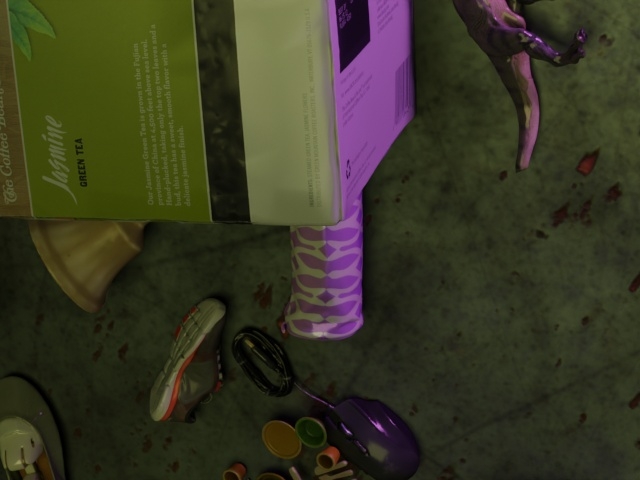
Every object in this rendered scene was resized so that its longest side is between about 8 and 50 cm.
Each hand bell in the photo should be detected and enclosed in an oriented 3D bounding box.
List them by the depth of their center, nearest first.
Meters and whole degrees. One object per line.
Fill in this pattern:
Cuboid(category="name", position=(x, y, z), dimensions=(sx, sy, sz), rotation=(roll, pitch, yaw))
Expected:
Cuboid(category="hand bell", position=(-0.169, -0.041, 1.863), dimensions=(0.242, 0.126, 0.126), rotation=(-33, 99, 10))

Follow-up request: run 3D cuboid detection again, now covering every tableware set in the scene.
Cuboid(category="tableware set", position=(-0.040, 0.245, 1.941), dimensions=(0.154, 0.024, 0.104), rotation=(-22, 103, 36))

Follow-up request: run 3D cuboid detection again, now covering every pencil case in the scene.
Cuboid(category="pencil case", position=(0.000, 0.000, 1.827), dimensions=(0.088, 0.086, 0.206), rotation=(0, 110, 6))

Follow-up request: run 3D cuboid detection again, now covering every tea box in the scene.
Cuboid(category="tea box", position=(-0.102, -0.169, 1.661), dimensions=(0.323, 0.329, 0.220), rotation=(2, 110, 15))

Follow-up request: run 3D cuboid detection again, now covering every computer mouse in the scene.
Cuboid(category="computer mouse", position=(0.003, 0.179, 1.916), dimensions=(0.242, 0.041, 0.071), rotation=(35, 115, 1))

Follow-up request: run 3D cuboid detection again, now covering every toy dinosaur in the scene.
Cuboid(category="toy dinosaur", position=(0.190, -0.204, 1.722), dimensions=(0.118, 0.064, 0.268), rotation=(-18, 106, 27))

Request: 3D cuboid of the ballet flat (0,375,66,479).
Cuboid(category="ballet flat", position=(-0.323, 0.257, 2.014), dimensions=(0.072, 0.068, 0.213), rotation=(-9, 106, 17))

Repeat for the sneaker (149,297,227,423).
Cuboid(category="sneaker", position=(-0.128, 0.131, 1.935), dimensions=(0.065, 0.061, 0.158), rotation=(19, 117, -22))
